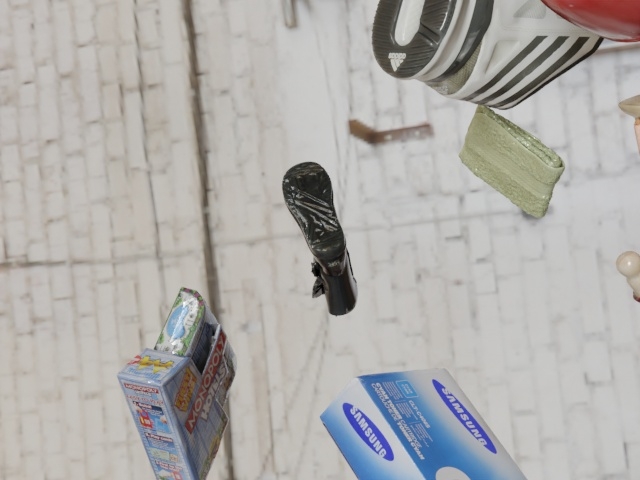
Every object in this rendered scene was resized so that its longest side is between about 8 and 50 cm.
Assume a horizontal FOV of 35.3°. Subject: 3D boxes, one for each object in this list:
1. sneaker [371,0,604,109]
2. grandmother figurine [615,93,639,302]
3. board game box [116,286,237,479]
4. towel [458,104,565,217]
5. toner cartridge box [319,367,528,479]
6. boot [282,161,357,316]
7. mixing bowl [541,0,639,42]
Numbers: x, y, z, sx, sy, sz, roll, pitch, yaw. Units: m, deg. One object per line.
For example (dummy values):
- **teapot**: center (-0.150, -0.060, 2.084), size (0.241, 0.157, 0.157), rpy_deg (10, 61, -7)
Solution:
- **sneaker**: center (0.233, -0.368, 1.177), size (0.257, 0.169, 0.448), rpy_deg (17, -88, -38)
- **grandmother figurine**: center (0.407, 0.005, 1.078), size (0.104, 0.207, 0.342), rpy_deg (-147, 37, -73)
- **board game box**: center (-0.157, 0.162, 1.159), size (0.194, 0.060, 0.194), rpy_deg (71, -147, -53)
- **towel**: center (0.246, -0.102, 1.313), size (0.027, 0.148, 0.110), rpy_deg (-33, -30, -31)
- **toner cartridge box**: center (0.157, 0.289, 1.030), size (0.165, 0.075, 0.348), rpy_deg (4, -138, -48)
- **boot**: center (0.000, 0.000, 1.905), size (0.207, 0.094, 0.246), rpy_deg (80, 172, -49)
- **mixing bowl**: center (0.235, -0.259, 0.860), size (0.098, 0.181, 0.182), rpy_deg (-10, -86, -33)
